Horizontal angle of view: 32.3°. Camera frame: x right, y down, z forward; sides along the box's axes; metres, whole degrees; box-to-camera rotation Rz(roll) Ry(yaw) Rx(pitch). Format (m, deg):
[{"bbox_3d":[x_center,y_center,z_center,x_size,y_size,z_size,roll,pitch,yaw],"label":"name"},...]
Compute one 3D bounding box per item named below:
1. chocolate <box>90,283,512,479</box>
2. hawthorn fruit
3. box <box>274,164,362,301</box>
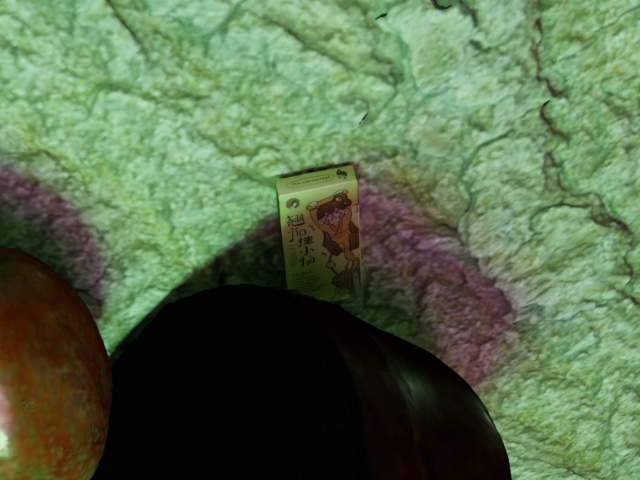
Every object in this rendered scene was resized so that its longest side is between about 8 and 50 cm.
[{"bbox_3d":[-0.006,0.248,0.996,0.383,0.384,0.331,-41,136,19],"label":"chocolate"},{"bbox_3d":[-0.269,0.087,0.872,0.210,0.210,0.262,-8,116,-11],"label":"hawthorn fruit"},{"bbox_3d":[0.000,0.000,0.993,0.073,0.020,0.149,-12,132,-7],"label":"box"}]
